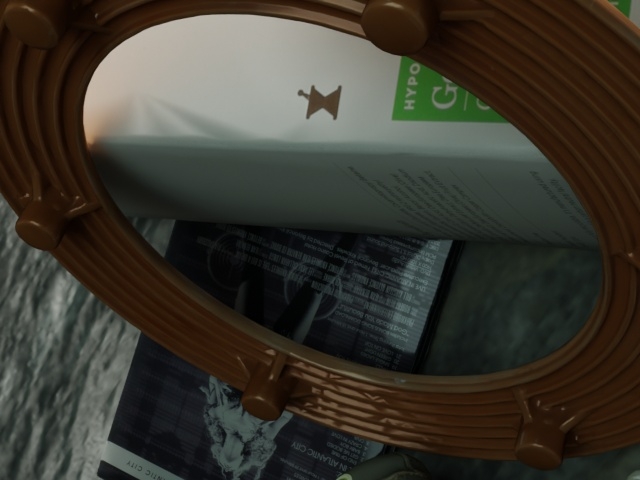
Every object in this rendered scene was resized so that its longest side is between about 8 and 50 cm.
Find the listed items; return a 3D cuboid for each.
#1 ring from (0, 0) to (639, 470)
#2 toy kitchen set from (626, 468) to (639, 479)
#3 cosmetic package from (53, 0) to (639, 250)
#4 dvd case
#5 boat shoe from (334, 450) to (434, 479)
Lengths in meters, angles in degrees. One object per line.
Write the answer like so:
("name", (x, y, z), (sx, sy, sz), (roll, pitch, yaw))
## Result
("ring", (0.000, 0.000, 0.478), (0.337, 0.336, 0.032), (3, 51, 28))
("toy kitchen set", (0.175, 0.122, 0.458), (0.207, 0.166, 0.122), (-41, 69, 20))
("cosmetic package", (0.000, -0.109, 0.566), (0.366, 0.155, 0.197), (3, 78, 27))
("dvd case", (-0.024, 0.057, 0.654), (0.165, 0.018, 0.221), (20, 95, 27))
("boat shoe", (-0.021, 0.233, 0.597), (0.305, 0.109, 0.091), (-57, 30, 25))
